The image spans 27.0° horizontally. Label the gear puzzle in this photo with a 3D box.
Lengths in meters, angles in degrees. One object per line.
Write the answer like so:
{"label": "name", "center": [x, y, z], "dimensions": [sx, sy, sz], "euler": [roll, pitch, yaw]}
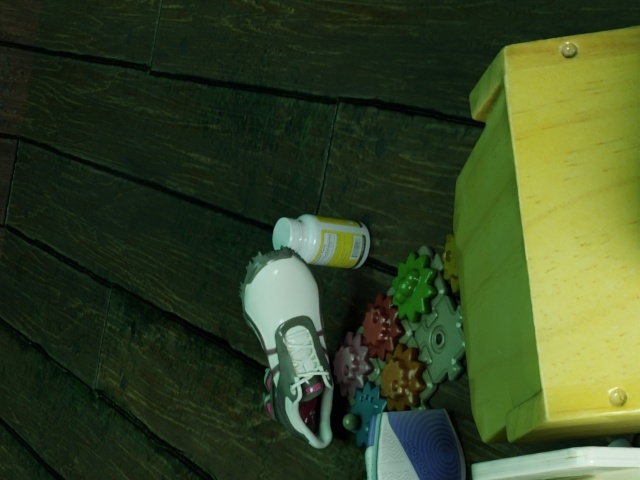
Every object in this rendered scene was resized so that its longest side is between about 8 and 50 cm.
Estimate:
{"label": "gear puzzle", "center": [0.105, 0.109, 1.589], "dimensions": [0.339, 0.044, 0.175], "euler": [-55, 40, 37]}

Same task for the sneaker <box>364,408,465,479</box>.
{"label": "sneaker", "center": [0.074, 0.355, 1.509], "dimensions": [0.182, 0.127, 0.315], "euler": [-29, 61, 50]}

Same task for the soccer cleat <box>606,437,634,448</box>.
{"label": "soccer cleat", "center": [0.272, 0.284, 1.269], "dimensions": [0.076, 0.068, 0.196], "euler": [30, 111, 41]}

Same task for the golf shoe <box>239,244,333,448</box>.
{"label": "golf shoe", "center": [-0.025, 0.135, 1.685], "dimensions": [0.120, 0.105, 0.273], "euler": [45, 151, 55]}

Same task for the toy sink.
{"label": "toy sink", "center": [0.263, 0.249, 1.119], "dimensions": [0.153, 0.234, 0.131], "euler": [-24, 63, 54]}

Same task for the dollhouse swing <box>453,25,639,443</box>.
{"label": "dollhouse swing", "center": [0.283, 0.021, 1.281], "dimensions": [0.305, 0.315, 0.346], "euler": [61, -157, -69]}

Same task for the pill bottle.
{"label": "pill bottle", "center": [0.000, 0.000, 1.715], "dimensions": [0.065, 0.116, 0.065], "euler": [-20, 66, 56]}
